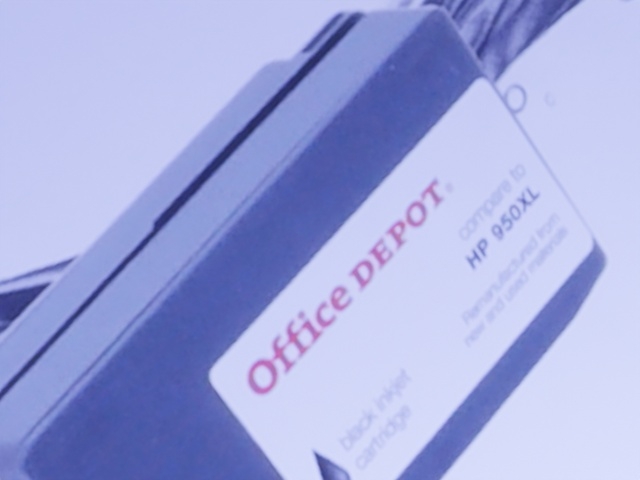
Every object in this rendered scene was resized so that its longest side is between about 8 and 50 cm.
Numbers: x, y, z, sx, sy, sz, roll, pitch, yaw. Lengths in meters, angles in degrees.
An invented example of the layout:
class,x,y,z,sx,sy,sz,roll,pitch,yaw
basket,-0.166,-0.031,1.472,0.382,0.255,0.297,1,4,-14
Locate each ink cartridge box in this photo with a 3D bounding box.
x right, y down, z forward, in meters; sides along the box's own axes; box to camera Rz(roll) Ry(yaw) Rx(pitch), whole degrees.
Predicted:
class,x,y,z,sx,sy,sz,roll,pitch,yaw
ink cartridge box,0.000,0.000,0.423,0.285,0.395,0.166,-36,-175,-9
